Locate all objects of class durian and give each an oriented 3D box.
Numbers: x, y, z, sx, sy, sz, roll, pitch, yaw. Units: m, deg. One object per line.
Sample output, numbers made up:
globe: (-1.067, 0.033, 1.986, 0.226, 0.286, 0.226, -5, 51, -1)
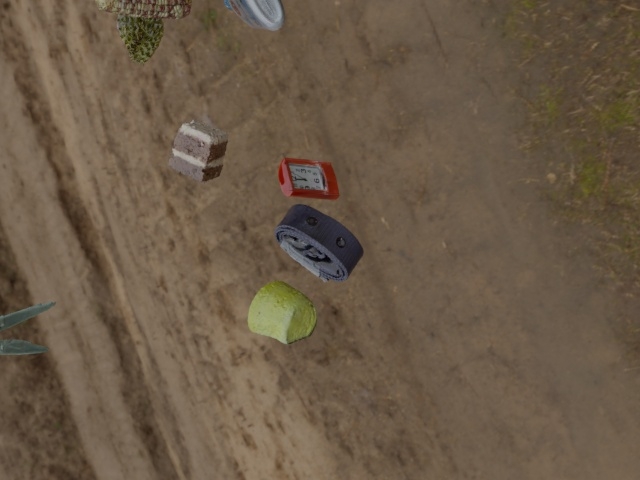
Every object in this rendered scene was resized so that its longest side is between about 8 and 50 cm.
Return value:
durian: (-0.515, -0.601, 1.928, 0.119, 0.108, 0.187, -9, 73, 29)

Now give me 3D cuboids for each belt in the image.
belt: (0.000, 0.000, 1.798, 0.230, 0.126, 0.139, 34, 147, 1)

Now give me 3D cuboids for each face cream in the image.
face cream: (-0.190, -0.634, 1.801, 0.163, 0.080, 0.336, 56, 174, -27)

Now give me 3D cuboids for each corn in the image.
corn: (-0.402, -0.547, 1.571, 0.079, 0.237, 0.079, 14, 112, 38)

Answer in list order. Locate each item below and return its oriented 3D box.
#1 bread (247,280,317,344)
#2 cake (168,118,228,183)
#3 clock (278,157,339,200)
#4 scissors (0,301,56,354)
bread: (-0.077, 0.148, 1.421, 0.114, 0.129, 0.111, 24, 114, 30)
cake: (-0.351, -0.265, 2.007, 0.134, 0.135, 0.147, 27, 109, 7)
clock: (-0.036, -0.161, 1.864, 0.061, 0.155, 0.113, -45, 50, 47)
scissors: (-0.635, 0.172, 1.151, 0.029, 0.383, 0.256, 19, 110, 44)
